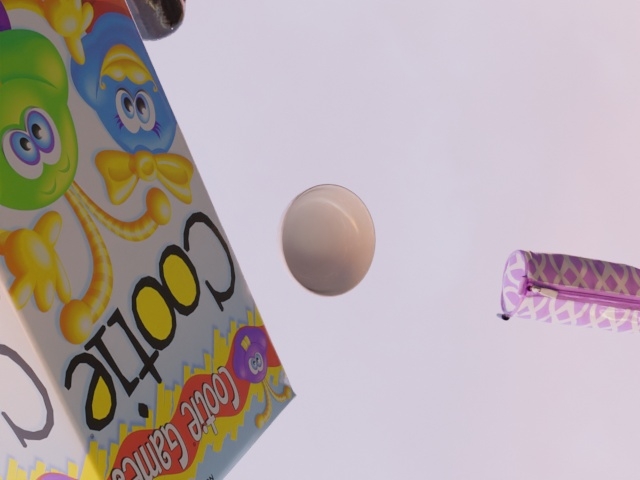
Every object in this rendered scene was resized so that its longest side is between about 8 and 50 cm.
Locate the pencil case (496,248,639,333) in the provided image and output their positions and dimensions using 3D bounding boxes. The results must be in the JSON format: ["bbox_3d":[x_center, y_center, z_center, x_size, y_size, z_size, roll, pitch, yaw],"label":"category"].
[{"bbox_3d":[0.312,0.061,1.384,0.206,0.088,0.086,7,-95,-11],"label":"pencil case"}]

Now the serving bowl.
[{"bbox_3d":[0.000,0.000,0.869,0.083,0.027,0.083,0,-90,-32],"label":"serving bowl"}]

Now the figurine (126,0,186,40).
[{"bbox_3d":[-0.195,-0.378,1.357,0.092,0.209,0.215,11,-124,20],"label":"figurine"}]

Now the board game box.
[{"bbox_3d":[-0.146,-0.005,0.531,0.144,0.142,0.275,-44,-63,-53],"label":"board game box"}]
